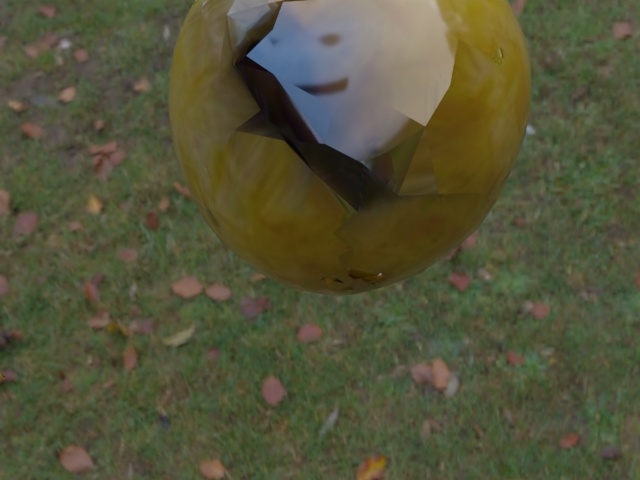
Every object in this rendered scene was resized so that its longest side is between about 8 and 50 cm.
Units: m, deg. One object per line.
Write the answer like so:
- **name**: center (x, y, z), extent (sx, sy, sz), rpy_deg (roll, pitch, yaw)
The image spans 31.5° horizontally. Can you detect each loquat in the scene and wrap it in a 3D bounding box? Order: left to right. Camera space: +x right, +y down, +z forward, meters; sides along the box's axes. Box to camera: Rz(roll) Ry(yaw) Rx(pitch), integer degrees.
- **loquat**: center (0.016, -0.085, 0.716), extent (0.235, 0.235, 0.235), rpy_deg (-5, 48, 5)

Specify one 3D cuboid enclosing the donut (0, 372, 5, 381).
- **donut**: center (-0.439, 0.174, 1.309), extent (0.140, 0.059, 0.140), rpy_deg (-25, 18, 9)
